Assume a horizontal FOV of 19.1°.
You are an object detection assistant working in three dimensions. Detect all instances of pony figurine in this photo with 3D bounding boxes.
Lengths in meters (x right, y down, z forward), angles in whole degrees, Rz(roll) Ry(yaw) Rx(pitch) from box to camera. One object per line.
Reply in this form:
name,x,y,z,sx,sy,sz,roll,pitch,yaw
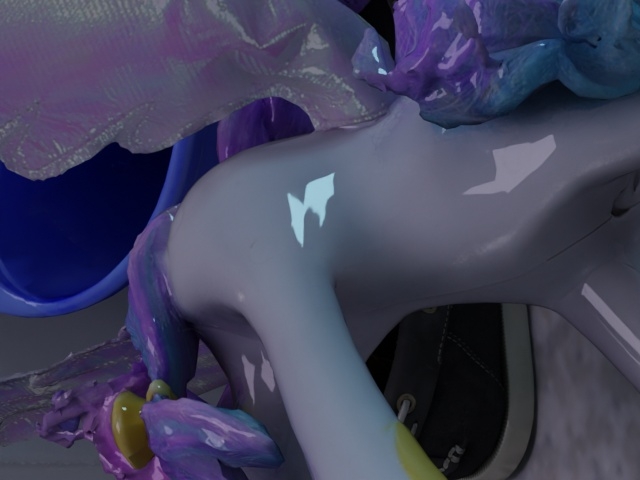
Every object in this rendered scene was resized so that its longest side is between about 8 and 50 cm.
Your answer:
pony figurine,0.000,0.000,0.600,0.303,0.351,0.363,62,-173,-49

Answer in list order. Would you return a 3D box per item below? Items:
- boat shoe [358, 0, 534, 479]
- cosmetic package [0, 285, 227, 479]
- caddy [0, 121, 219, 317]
boat shoe,0.032,-0.015,0.788,0.084,0.079,0.233,136,134,-58
cosmetic package,-0.284,0.057,1.075,0.329,0.394,0.327,121,145,-50
caddy,-0.113,-0.135,0.857,0.241,0.179,0.341,27,115,30
